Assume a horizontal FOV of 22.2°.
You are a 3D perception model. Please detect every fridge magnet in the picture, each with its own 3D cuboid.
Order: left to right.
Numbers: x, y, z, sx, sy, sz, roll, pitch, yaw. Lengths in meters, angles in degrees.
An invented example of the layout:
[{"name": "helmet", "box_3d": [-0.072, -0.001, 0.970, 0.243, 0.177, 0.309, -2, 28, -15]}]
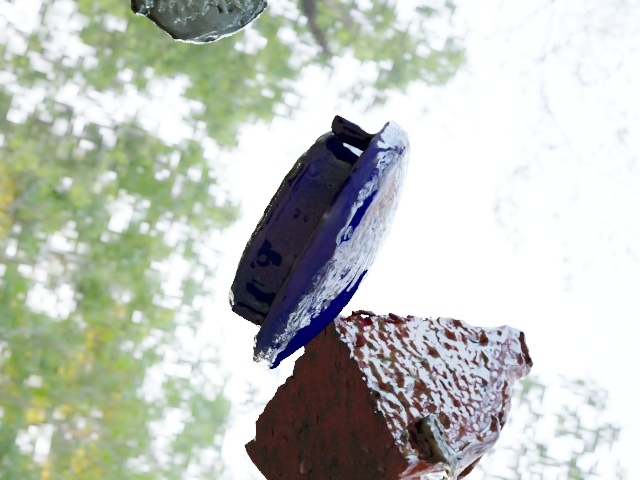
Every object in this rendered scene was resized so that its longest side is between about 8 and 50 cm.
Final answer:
[{"name": "fridge magnet", "box_3d": [0.000, 0.000, 1.538, 0.265, 0.112, 0.265, -59, 176, -7]}]

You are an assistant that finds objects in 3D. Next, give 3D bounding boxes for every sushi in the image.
[{"name": "sushi", "box_3d": [-0.117, -0.285, 1.416, 0.147, 0.212, 0.115, -22, -149, 20]}]

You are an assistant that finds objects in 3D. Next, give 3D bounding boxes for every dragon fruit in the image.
[{"name": "dragon fruit", "box_3d": [0.112, 0.164, 1.815, 0.302, 0.330, 0.240, 26, -49, 53]}]
